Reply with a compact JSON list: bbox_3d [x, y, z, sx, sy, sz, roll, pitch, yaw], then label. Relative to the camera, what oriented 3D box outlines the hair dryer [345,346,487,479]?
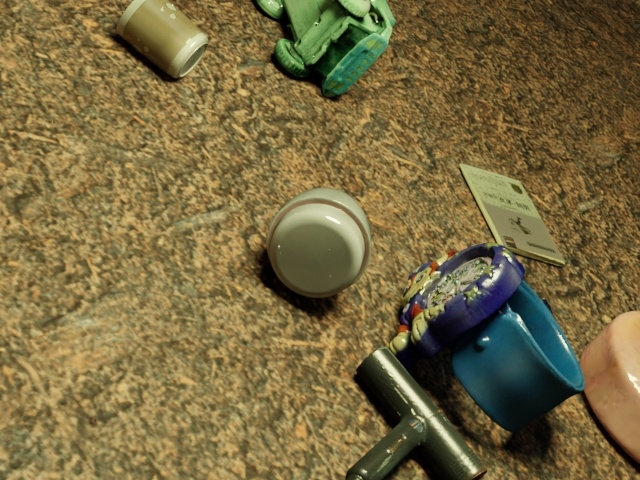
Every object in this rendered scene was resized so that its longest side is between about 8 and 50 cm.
[{"bbox_3d":[0.056,0.200,1.175,0.195,0.050,0.173,-12,53,-47],"label":"hair dryer"}]

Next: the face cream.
[{"bbox_3d":[0.000,0.000,1.303,0.117,0.117,0.104,34,23,-6],"label":"face cream"}]

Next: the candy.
[{"bbox_3d":[0.457,0.207,1.509,0.255,0.094,0.255,26,34,-19],"label":"candy"}]

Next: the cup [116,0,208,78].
[{"bbox_3d":[-0.201,-0.256,1.492,0.099,0.102,0.074,41,70,3],"label":"cup"}]

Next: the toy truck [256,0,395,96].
[{"bbox_3d":[0.015,-0.344,1.729,0.156,0.155,0.279,24,33,-36],"label":"toy truck"}]

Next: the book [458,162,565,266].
[{"bbox_3d":[0.282,-0.040,1.732,0.127,0.014,0.182,15,38,-33],"label":"book"}]

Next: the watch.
[{"bbox_3d":[0.201,0.113,1.337,0.200,0.171,0.196,48,29,-11],"label":"watch"}]
